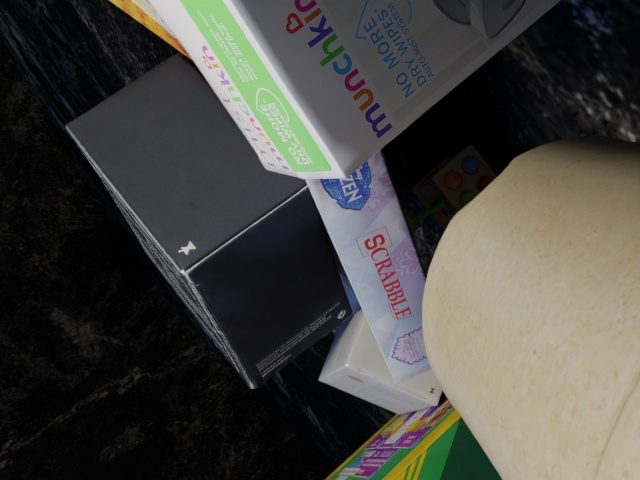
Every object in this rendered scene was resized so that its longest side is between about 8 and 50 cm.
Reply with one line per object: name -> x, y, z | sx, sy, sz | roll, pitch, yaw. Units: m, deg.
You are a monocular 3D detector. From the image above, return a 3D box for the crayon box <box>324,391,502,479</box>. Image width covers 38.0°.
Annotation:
crayon box -> 0.125, 0.298, 1.194 | 0.106, 0.313, 0.363 | 49, 164, 3

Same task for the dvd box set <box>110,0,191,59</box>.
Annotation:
dvd box set -> -0.282, -0.406, 1.044 | 0.420, 0.062, 0.308 | 37, 161, 14

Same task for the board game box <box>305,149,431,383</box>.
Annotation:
board game box -> 0.012, -0.082, 0.868 | 0.319, 0.065, 0.318 | -111, -2, -45

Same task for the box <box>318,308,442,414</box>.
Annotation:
box -> 0.087, 0.161, 1.235 | 0.130, 0.091, 0.170 | 24, 162, -6

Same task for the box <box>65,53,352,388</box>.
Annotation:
box -> -0.130, -0.022, 1.172 | 0.296, 0.182, 0.294 | 46, 167, 33

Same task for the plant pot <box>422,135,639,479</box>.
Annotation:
plant pot -> 0.219, 0.082, 0.522 | 0.334, 0.333, 0.305 | 58, 174, -26

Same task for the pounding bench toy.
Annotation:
pounding bench toy -> 0.117, -0.040, 0.862 | 0.052, 0.083, 0.065 | 51, 165, -3

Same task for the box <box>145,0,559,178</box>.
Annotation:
box -> 0.001, -0.207, 0.527 | 0.262, 0.231, 0.126 | 56, 163, -20

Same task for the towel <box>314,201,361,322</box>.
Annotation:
towel -> 0.000, 0.000, 1.329 | 0.332, 0.053, 0.317 | 47, 165, 11
